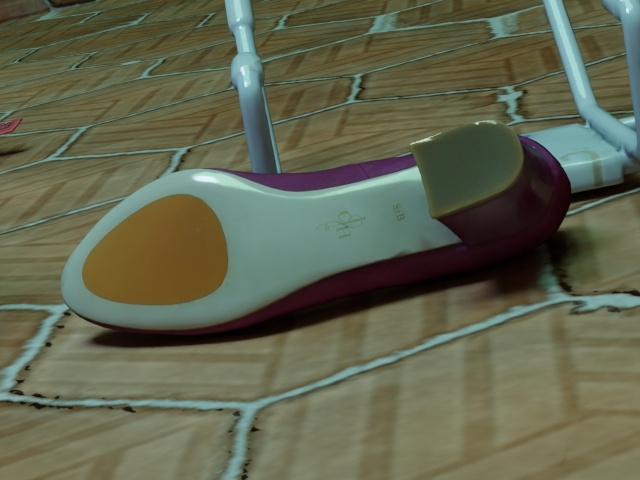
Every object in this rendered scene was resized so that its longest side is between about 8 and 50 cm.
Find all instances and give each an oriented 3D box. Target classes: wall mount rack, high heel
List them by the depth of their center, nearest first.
[{"bbox_3d":[0.000,0.000,0.833,0.244,0.082,0.117,-21,-18,14],"label":"high heel"},{"bbox_3d":[0.061,-0.094,1.000,0.350,0.131,0.304,-11,13,0],"label":"wall mount rack"}]

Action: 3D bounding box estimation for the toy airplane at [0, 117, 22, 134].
[{"bbox_3d":[-0.332,-0.075,1.476,0.151,0.028,0.151,-12,13,3],"label":"toy airplane"}]
